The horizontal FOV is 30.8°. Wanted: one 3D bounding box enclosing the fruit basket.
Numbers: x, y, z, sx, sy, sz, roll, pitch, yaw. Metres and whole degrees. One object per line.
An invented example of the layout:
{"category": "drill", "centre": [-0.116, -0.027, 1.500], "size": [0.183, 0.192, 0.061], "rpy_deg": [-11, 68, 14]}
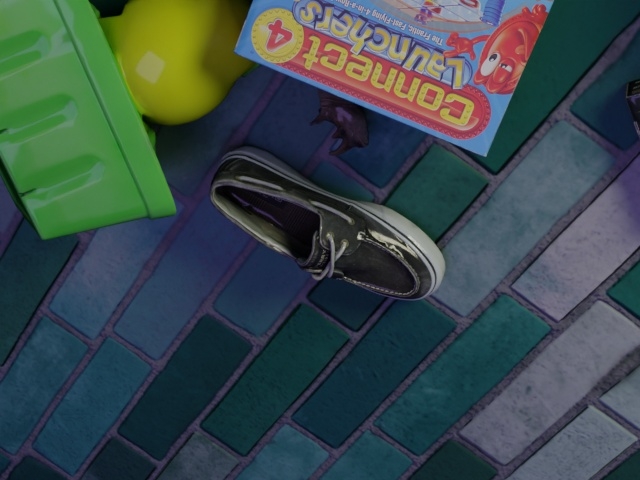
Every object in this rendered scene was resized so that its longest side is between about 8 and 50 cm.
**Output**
{"category": "fruit basket", "centre": [-0.254, -0.216, 1.435], "size": [0.392, 0.283, 0.392], "rpy_deg": [-8, 109, -24]}

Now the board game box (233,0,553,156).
{"category": "board game box", "centre": [0.101, -0.291, 1.269], "size": [0.308, 0.086, 0.302], "rpy_deg": [22, 105, 2]}

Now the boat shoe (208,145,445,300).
{"category": "boat shoe", "centre": [0.000, 0.000, 1.520], "size": [0.335, 0.119, 0.121], "rpy_deg": [26, 125, 2]}

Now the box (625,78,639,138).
{"category": "box", "centre": [0.480, -0.127, 1.323], "size": [0.220, 0.051, 0.175], "rpy_deg": [-16, 114, 26]}

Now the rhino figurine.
{"category": "rhino figurine", "centre": [0.051, -0.205, 1.403], "size": [0.106, 0.073, 0.243], "rpy_deg": [20, 122, -2]}
